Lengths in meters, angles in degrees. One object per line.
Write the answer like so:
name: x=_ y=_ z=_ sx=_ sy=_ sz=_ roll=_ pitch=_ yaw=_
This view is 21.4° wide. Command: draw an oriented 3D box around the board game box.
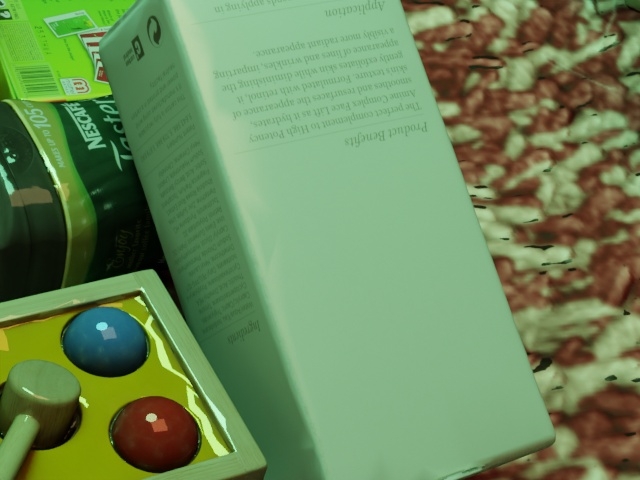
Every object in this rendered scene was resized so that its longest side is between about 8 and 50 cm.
board game box: x=-0.141 y=-0.120 z=0.896 sx=0.092 sy=0.043 sz=0.181 roll=-6 pitch=49 yaw=-25

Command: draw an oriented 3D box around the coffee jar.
coffee jar: x=-0.086 y=-0.028 z=0.796 sx=0.184 sy=0.079 sz=0.096 roll=-13 pitch=52 yaw=-29

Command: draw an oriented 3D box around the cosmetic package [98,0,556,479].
cosmetic package: x=0.000 y=0.000 z=0.729 sx=0.117 sy=0.085 sz=0.231 roll=-13 pitch=82 yaw=-30

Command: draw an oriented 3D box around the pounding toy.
pounding toy: x=-0.104 y=0.083 z=0.662 sx=0.141 sy=0.100 sz=0.130 roll=-13 pitch=51 yaw=-29

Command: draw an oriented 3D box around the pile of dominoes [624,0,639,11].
pile of dominoes: x=0.316 y=-0.191 z=1.125 sx=0.196 sy=0.040 sz=0.251 roll=22 pitch=44 yaw=4
